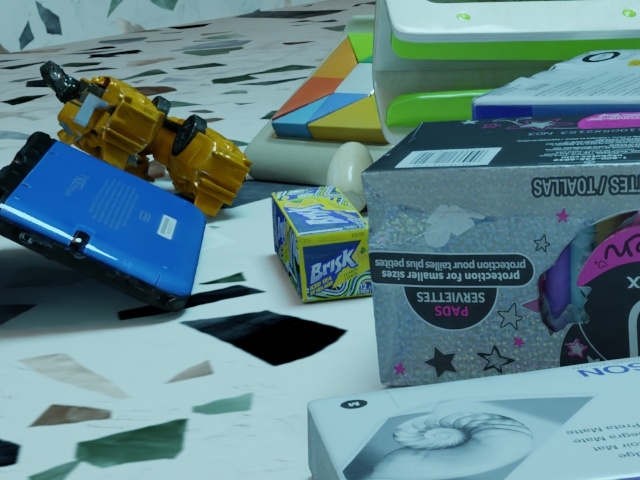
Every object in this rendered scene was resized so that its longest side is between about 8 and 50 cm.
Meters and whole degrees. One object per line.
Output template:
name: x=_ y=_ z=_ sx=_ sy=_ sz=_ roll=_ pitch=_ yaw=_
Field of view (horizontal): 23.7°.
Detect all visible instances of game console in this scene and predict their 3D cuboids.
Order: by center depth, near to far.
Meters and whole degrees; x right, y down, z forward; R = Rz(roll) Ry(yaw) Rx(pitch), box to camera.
game console: x=-0.244 y=0.024 z=1.243 sx=0.250 sy=0.173 sz=0.293 roll=26 pitch=12 yaw=-7

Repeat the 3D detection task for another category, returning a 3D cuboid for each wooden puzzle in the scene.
wooden puzzle: x=0.052 y=-0.155 z=1.586 sx=0.221 sy=0.044 sz=0.238 roll=7 pitch=52 yaw=41

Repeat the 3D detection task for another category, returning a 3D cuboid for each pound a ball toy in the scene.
pound a ball toy: x=0.162 y=-0.143 z=1.390 sx=0.319 sy=0.208 sz=0.135 roll=-2 pitch=41 yaw=-5

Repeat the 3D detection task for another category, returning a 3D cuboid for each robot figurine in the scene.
robot figurine: x=-0.183 y=-0.104 z=1.522 sx=0.211 sy=0.085 sz=0.291 roll=28 pitch=-2 yaw=-22

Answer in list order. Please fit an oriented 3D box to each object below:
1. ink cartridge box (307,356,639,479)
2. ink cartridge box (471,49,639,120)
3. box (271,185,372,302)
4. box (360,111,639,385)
ink cartridge box: x=0.116 y=0.113 z=0.708 sx=0.223 sy=0.045 sz=0.224 roll=-6 pitch=14 yaw=-8
ink cartridge box: x=0.286 y=-0.059 z=1.139 sx=0.395 sy=0.151 sz=0.270 roll=5 pitch=16 yaw=28
box: x=0.000 y=0.000 z=1.199 sx=0.059 sy=0.054 sz=0.169 roll=-7 pitch=14 yaw=-7
box: x=0.166 y=0.006 z=0.935 sx=0.247 sy=0.142 sz=0.163 roll=-2 pitch=15 yaw=18
